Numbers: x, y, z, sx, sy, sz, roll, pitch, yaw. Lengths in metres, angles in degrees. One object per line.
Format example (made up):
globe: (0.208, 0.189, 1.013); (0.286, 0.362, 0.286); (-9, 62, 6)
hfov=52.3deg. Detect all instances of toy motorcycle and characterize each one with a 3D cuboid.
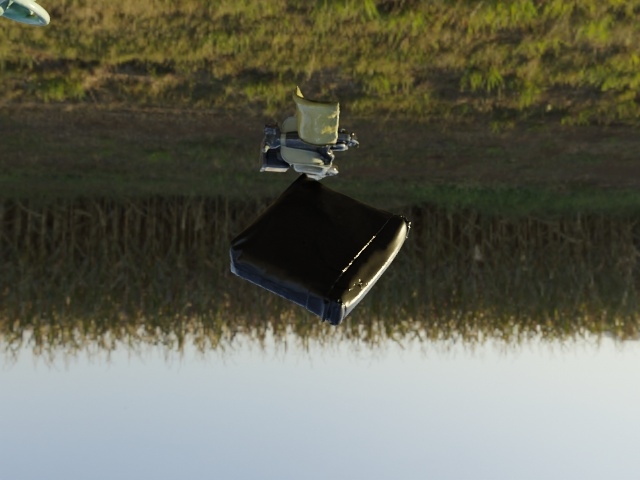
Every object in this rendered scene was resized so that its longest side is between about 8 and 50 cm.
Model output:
toy motorcycle: (-0.029, -0.162, 1.140); (0.157, 0.091, 0.263); (2, 178, -9)

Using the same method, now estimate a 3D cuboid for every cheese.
cheese: (-0.015, -0.162, 0.845); (0.041, 0.060, 0.084); (-23, -136, -25)

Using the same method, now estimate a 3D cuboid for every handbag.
handbag: (0.000, 0.000, 1.042); (0.222, 0.080, 0.247); (23, -133, 23)

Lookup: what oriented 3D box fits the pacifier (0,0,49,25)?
pacifier: (-0.302, -0.266, 0.613); (0.126, 0.117, 0.150); (30, 172, -20)
